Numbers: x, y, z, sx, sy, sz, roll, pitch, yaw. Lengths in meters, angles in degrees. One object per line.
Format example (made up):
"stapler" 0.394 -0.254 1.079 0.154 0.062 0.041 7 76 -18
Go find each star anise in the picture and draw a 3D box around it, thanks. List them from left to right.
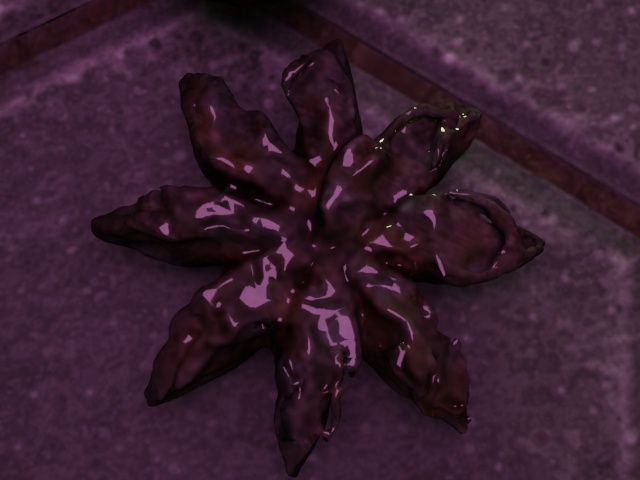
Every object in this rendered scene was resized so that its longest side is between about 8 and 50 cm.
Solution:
"star anise" -0.002 -0.001 0.529 0.332 0.117 0.331 1 74 -4

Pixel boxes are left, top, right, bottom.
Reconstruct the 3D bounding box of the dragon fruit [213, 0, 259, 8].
"dragon fruit" -0.043 -0.294 0.553 0.193 0.192 0.274 21 67 12
